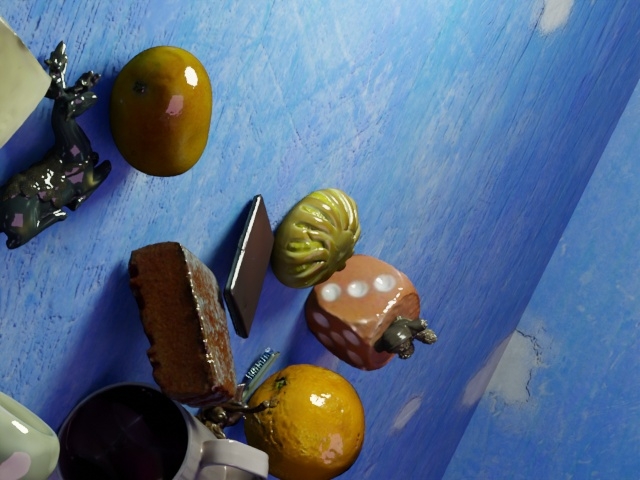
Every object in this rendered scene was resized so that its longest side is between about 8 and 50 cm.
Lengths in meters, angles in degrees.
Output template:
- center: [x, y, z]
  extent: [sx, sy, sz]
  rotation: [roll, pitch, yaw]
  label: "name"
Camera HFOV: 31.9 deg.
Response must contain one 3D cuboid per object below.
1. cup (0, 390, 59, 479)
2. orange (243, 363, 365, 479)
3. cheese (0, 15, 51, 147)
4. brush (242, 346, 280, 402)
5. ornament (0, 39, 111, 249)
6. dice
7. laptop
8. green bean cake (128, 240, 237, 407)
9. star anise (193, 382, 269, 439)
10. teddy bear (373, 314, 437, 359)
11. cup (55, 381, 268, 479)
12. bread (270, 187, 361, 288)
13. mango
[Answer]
- center: [-0.454, 0.326, 1.539]
  extent: [0.202, 0.173, 0.255]
  rotation: [-53, 153, -8]
  label: "cup"
- center: [-0.030, 0.369, 2.238]
  extent: [0.246, 0.246, 0.246]
  rotation: [-41, 149, -32]
  label: "orange"
- center: [-0.435, -0.142, 1.145]
  extent: [0.265, 0.124, 0.242]
  rotation: [-53, 150, -12]
  label: "cheese"
- center: [-0.142, 0.284, 2.206]
  extent: [0.178, 0.030, 0.033]
  rotation: [-54, 171, 14]
  label: "brush"
- center: [-0.347, -0.128, 1.363]
  extent: [0.202, 0.080, 0.236]
  rotation: [-42, 152, -35]
  label: "ornament"
- center: [0.086, 0.144, 2.290]
  extent: [0.174, 0.179, 0.175]
  rotation: [-45, 146, -23]
  label: "dice"
- center: [-0.121, 0.042, 1.894]
  extent: [0.154, 0.026, 0.207]
  rotation: [76, 23, -54]
  label: "laptop"
- center: [-0.210, 0.137, 1.731]
  extent: [0.097, 0.232, 0.198]
  rotation: [-15, 162, 10]
  label: "green bean cake"
- center: [-0.174, 0.318, 2.050]
  extent: [0.234, 0.073, 0.177]
  rotation: [-37, -161, 16]
  label: "star anise"
- center: [0.161, 0.183, 2.190]
  extent: [0.119, 0.077, 0.160]
  rotation: [-29, 164, 18]
  label: "teddy bear"
- center: [-0.252, 0.351, 1.841]
  extent: [0.288, 0.208, 0.273]
  rotation: [-28, 153, 0]
  label: "cup"
- center: [0.000, 0.000, 2.069]
  extent: [0.213, 0.105, 0.213]
  rotation: [-38, 144, -35]
  label: "bread"
- center: [-0.213, -0.163, 1.508]
  extent: [0.151, 0.120, 0.221]
  rotation: [-44, 157, -31]
  label: "mango"
